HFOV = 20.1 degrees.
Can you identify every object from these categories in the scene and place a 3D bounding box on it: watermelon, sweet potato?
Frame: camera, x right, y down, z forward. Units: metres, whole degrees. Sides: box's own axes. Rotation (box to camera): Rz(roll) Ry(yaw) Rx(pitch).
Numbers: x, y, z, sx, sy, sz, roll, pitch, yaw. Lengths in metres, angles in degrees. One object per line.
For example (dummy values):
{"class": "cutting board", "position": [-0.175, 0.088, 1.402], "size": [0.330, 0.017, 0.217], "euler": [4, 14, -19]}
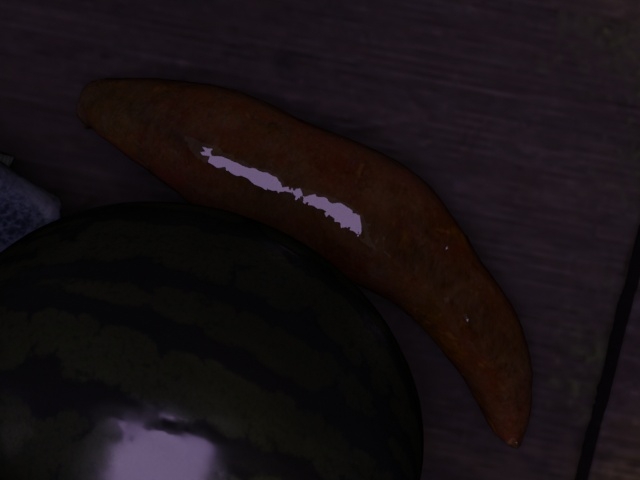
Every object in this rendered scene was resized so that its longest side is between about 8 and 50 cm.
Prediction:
{"class": "watermelon", "position": [-0.065, 0.086, 0.732], "size": [0.212, 0.212, 0.212], "euler": [0, 96, 0]}
{"class": "sweet potato", "position": [0.008, -0.006, 0.798], "size": [0.255, 0.058, 0.078], "euler": [35, 112, -6]}

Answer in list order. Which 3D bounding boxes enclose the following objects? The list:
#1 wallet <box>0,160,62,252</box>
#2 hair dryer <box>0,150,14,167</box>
{"class": "wallet", "position": [-0.240, 0.022, 0.777], "size": [0.167, 0.036, 0.222], "euler": [35, 102, -22]}
{"class": "hair dryer", "position": [-0.244, -0.130, 0.777], "size": [0.225, 0.088, 0.219], "euler": [1, 100, -10]}
